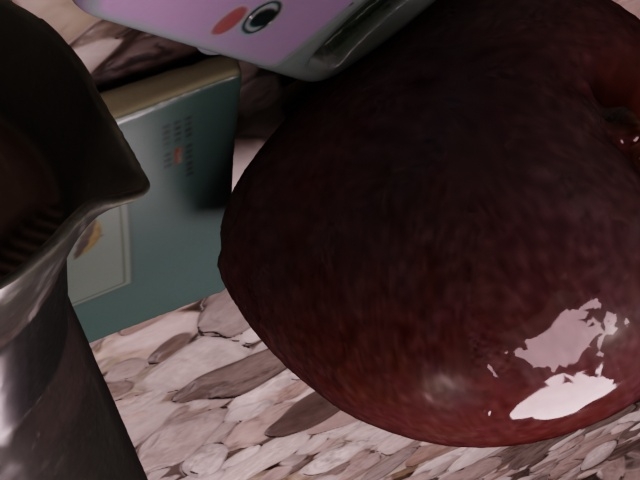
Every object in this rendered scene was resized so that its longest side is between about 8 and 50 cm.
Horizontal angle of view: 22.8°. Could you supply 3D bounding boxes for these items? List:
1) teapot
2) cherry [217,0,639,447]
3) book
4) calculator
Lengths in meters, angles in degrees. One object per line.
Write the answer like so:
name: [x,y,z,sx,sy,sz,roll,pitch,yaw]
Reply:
teapot: [-0.213,0.072,0.688,0.300,0.253,0.344,7,135,-1]
cherry: [0.081,-0.008,0.859,0.307,0.261,0.221,-16,134,28]
book: [-0.219,0.031,0.880,0.379,0.031,0.264,-21,157,-17]
calculator: [-0.012,-0.139,0.732,0.141,0.045,0.246,-37,157,23]
